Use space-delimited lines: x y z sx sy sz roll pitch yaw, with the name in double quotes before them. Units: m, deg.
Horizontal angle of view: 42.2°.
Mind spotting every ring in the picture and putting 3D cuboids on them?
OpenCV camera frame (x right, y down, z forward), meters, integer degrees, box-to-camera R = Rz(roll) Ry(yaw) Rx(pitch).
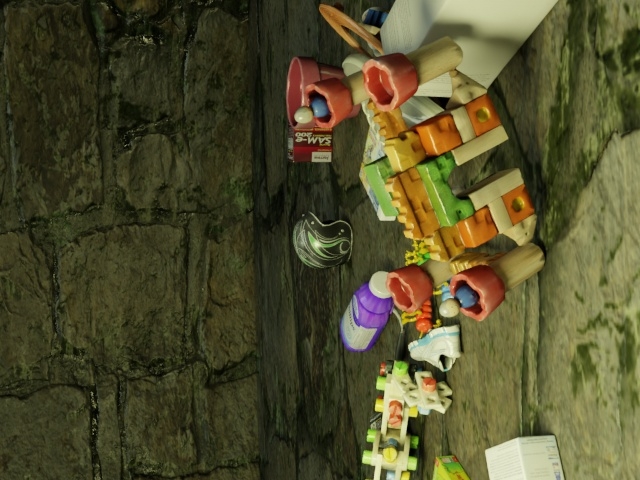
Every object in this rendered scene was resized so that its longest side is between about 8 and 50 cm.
"ring" 0.133 -0.388 1.737 0.032 0.337 0.336 -50 24 6

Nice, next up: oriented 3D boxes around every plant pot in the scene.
"plant pot" 0.012 -0.411 2.320 0.201 0.180 0.201 179 90 -74

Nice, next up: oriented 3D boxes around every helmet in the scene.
"helmet" 0.000 0.000 2.422 0.169 0.162 0.169 179 90 -75

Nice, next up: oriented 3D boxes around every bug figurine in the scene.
"bug figurine" 0.238 0.079 1.733 0.279 0.072 0.216 114 157 -67

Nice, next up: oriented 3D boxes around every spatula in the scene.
"spatula" 0.182 0.193 1.931 0.084 0.030 0.296 -72 -20 -49

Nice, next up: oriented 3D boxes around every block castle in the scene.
"block castle" 0.156 -0.089 1.402 0.303 0.213 0.453 -1 115 64

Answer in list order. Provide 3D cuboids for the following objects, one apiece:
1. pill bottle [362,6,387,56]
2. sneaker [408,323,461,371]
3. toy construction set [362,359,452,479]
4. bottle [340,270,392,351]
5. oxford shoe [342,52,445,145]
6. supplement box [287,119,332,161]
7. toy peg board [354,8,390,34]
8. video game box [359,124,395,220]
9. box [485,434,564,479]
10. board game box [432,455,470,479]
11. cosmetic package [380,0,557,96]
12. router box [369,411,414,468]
"pill bottle" 0.144 -0.512 2.044 0.067 0.067 0.120 112 152 -55
"sneaker" 0.241 0.239 1.741 0.190 0.072 0.082 124 136 -65
"toy construction set" 0.175 0.393 1.831 0.215 0.151 0.327 -70 0 -56
"bottle" 0.124 0.179 2.112 0.282 0.092 0.118 111 154 -54
"oxford shoe" 0.150 -0.269 1.730 0.130 0.169 0.449 -51 41 10
"supplement box" -0.031 -0.364 2.575 0.073 0.130 0.239 -148 58 -72
"toy peg board" 0.171 -0.471 1.808 0.161 0.161 0.079 -128 56 -67
"video game box" 0.157 -0.182 2.062 0.205 0.048 0.187 -110 27 -50
"box" 0.342 0.401 1.370 0.126 0.072 0.137 122 144 -63
"board game box" 0.279 0.524 1.660 0.181 0.043 0.092 -125 37 -64
"cosmetic package" 0.253 -0.399 1.415 0.365 0.197 0.155 125 142 -62
"router box" 0.173 0.481 2.040 0.179 0.046 0.133 121 146 -62
